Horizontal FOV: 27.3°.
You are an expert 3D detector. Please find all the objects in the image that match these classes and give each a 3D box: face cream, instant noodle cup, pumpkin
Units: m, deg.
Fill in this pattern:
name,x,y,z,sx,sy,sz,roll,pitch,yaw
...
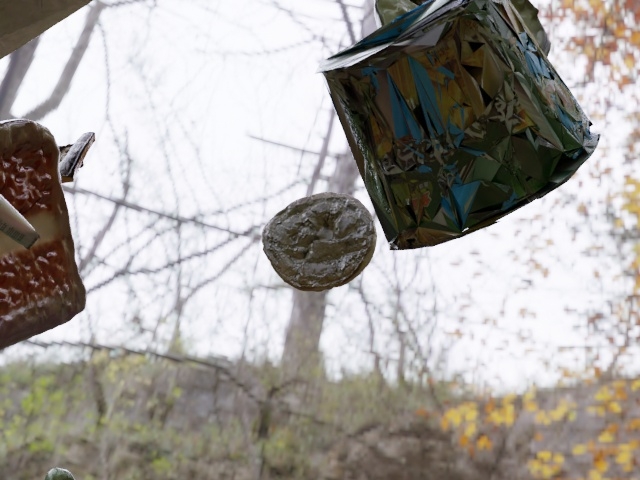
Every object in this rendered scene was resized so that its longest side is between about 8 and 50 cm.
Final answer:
name,x,y,z,sx,sy,sz,roll,pitch,yaw
face cream,-0.248,-0.035,0.942,0.115,0.020,0.038,43,-29,-8
instant noodle cup,0.119,-0.125,1.219,0.240,0.240,0.178,-23,-75,27
pumpkin,-0.316,-0.093,1.646,0.101,0.073,0.035,-10,-47,50

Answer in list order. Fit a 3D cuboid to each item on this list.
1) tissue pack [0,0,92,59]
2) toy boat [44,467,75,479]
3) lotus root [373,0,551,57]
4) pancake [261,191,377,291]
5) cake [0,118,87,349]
name,x,y,z,sx,sy,sz,roll,pitch,yaw
tissue pack,-0.469,-0.363,1.493,0.297,0.380,0.207,-31,-34,-4
toy boat,-0.083,0.222,0.565,0.093,0.055,0.293,17,-48,24
lotus root,0.140,-0.219,1.424,0.204,0.183,0.078,-9,-26,-29
pancake,0.000,0.000,1.682,0.158,0.158,0.028,-2,-37,12
cake,-0.416,0.013,1.341,0.230,0.309,0.237,-6,-80,24
